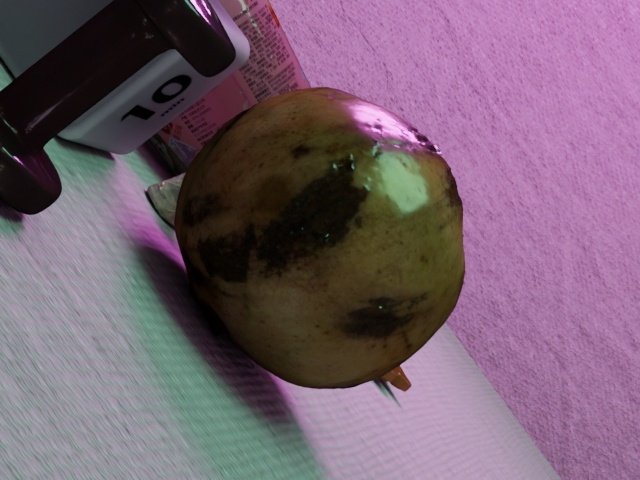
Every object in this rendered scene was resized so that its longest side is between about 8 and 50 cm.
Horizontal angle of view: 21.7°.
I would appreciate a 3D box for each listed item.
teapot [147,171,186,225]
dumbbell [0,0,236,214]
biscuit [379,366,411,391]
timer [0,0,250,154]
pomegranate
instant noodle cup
[{"bbox_3d":[-0.140,-0.054,1.817,0.057,0.083,0.067,54,3,-31],"label":"teapot"},{"bbox_3d":[-0.188,-0.134,1.315,0.140,0.225,0.124,53,5,19],"label":"dumbbell"},{"bbox_3d":[0.063,0.143,2.348,0.162,0.035,0.250,50,5,20],"label":"biscuit"},{"bbox_3d":[-0.213,-0.220,1.703,0.194,0.192,0.195,54,7,7],"label":"timer"},{"bbox_3d":[0.000,0.000,1.666,0.322,0.322,0.322,52,7,-9],"label":"pomegranate"},{"bbox_3d":[-0.123,-0.184,1.997,0.231,0.243,0.243,58,6,-14],"label":"instant noodle cup"}]
